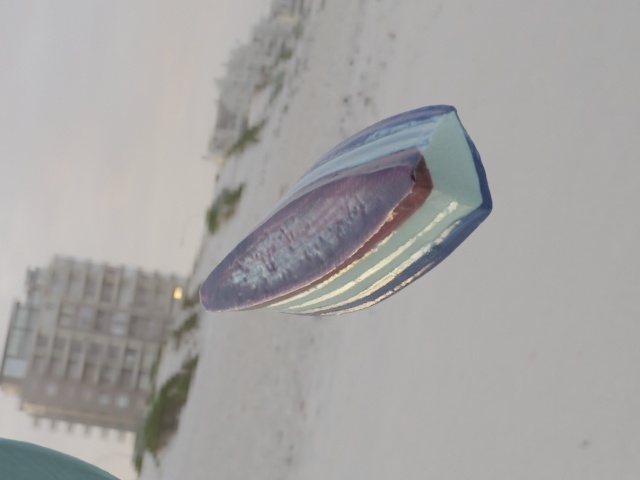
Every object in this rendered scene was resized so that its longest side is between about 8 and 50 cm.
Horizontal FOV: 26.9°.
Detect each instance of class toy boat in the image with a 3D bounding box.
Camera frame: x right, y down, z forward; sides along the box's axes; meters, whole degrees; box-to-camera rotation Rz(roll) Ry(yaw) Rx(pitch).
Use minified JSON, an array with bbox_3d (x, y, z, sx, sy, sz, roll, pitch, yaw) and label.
[{"bbox_3d":[0.000,0.000,0.670,0.229,0.045,0.080,-29,80,53],"label":"toy boat"}]

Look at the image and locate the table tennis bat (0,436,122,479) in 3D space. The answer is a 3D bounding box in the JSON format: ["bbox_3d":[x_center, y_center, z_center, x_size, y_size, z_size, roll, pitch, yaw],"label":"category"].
[{"bbox_3d":[-0.118,0.104,0.323,0.040,0.244,0.153,-41,27,48],"label":"table tennis bat"}]
